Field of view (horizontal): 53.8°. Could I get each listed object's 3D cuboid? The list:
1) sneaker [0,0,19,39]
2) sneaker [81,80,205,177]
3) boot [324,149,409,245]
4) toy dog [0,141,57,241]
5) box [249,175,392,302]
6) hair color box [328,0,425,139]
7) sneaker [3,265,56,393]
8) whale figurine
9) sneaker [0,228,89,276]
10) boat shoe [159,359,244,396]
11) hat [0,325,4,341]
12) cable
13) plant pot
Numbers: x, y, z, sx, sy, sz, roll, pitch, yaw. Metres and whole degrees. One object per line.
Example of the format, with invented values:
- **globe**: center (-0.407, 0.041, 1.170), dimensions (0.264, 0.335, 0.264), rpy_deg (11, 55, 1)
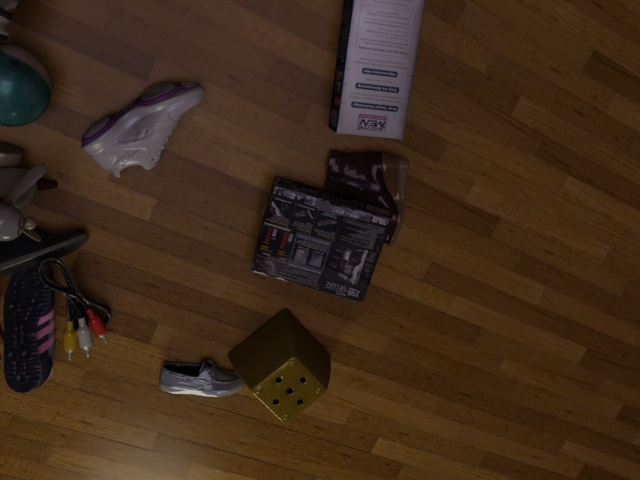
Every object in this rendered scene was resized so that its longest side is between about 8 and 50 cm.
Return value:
- **sneaker**: center (-0.741, -0.577, 1.133), dimensions (0.447, 0.169, 0.258), rpy_deg (25, 96, -16)
- **sneaker**: center (-0.389, -0.259, 1.457), dimensions (0.305, 0.114, 0.152), rpy_deg (-29, 126, 4)
- **boot**: center (0.113, -0.111, 1.630), dimensions (0.206, 0.090, 0.249), rpy_deg (4, 111, 0)
- **toy dog**: center (-0.643, -0.086, 1.365), dimensions (0.160, 0.334, 0.220), rpy_deg (2, 135, -30)
- **box**: center (0.000, 0.000, 1.588), dimensions (0.307, 0.076, 0.243), rpy_deg (15, 111, -3)
- **hair color box**: center (0.129, -0.425, 1.496), dimensions (0.173, 0.105, 0.348), rpy_deg (3, 108, -13)
- **sneaker**: center (-0.702, 0.202, 1.546), dimensions (0.112, 0.131, 0.319), rpy_deg (6, 86, -2)
- **whale figurine**: center (-0.703, -0.330, 1.303), dimensions (0.271, 0.141, 0.216), rpy_deg (19, 148, -20)
- **sneaker**: center (-0.671, -0.010, 1.484), dimensions (0.222, 0.083, 0.118), rpy_deg (-22, 80, -24)
- **boat shoe**: center (-0.316, 0.363, 1.688), dimensions (0.227, 0.079, 0.081), rpy_deg (4, 112, -10)
- **hat**: center (-0.797, 0.113, 1.518), dimensions (0.209, 0.173, 0.183), rpy_deg (-55, 147, 1)
- **cable**: center (-0.582, 0.153, 1.522), dimensions (0.139, 0.072, 0.287), rpy_deg (-26, 131, -29)
- **plant pot**: center (-0.095, 0.351, 1.674), dimensions (0.212, 0.187, 0.212), rpy_deg (-39, 113, 3)
